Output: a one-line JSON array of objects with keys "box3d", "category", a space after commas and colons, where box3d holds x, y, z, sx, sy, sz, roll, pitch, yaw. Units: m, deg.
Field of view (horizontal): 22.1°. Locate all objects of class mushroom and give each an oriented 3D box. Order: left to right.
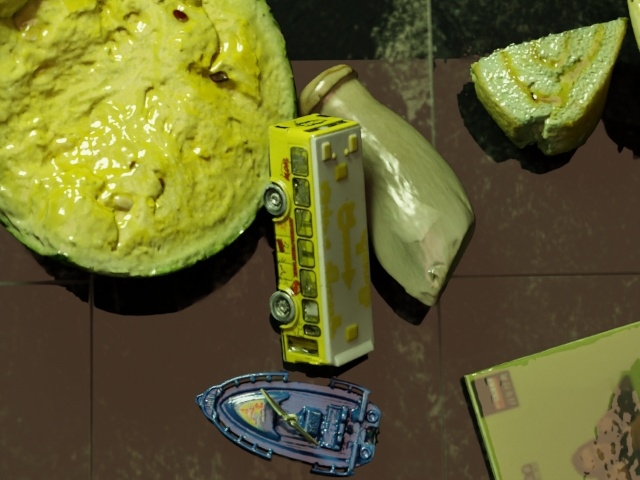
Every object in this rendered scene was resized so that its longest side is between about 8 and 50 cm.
[{"box3d": [0.070, -0.054, 1.551, 0.108, 0.096, 0.247, -31, 78, -5], "category": "mushroom"}]

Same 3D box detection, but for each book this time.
[{"box3d": [0.337, 0.189, 1.550, 0.352, 0.035, 0.239, -16, 84, -5], "category": "book"}]

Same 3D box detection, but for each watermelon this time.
[{"box3d": [-0.200, -0.134, 1.501, 0.331, 0.189, 0.330, -1, 92, -37], "category": "watermelon"}]

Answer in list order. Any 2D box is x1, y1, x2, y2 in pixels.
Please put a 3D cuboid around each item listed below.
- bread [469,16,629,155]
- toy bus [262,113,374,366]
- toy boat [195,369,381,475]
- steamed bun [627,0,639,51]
[{"box3d": [0.231, -0.141, 1.565, 0.156, 0.103, 0.110, -17, 77, 2], "category": "bread"}, {"box3d": [0.000, 0.000, 1.506, 0.074, 0.081, 0.226, 8, 107, 39], "category": "toy bus"}, {"box3d": [-0.030, 0.161, 1.505, 0.175, 0.110, 0.091, 11, 80, 2], "category": "toy boat"}, {"box3d": [0.411, -0.246, 1.527, 0.232, 0.166, 0.272, 10, 76, -26], "category": "steamed bun"}]
